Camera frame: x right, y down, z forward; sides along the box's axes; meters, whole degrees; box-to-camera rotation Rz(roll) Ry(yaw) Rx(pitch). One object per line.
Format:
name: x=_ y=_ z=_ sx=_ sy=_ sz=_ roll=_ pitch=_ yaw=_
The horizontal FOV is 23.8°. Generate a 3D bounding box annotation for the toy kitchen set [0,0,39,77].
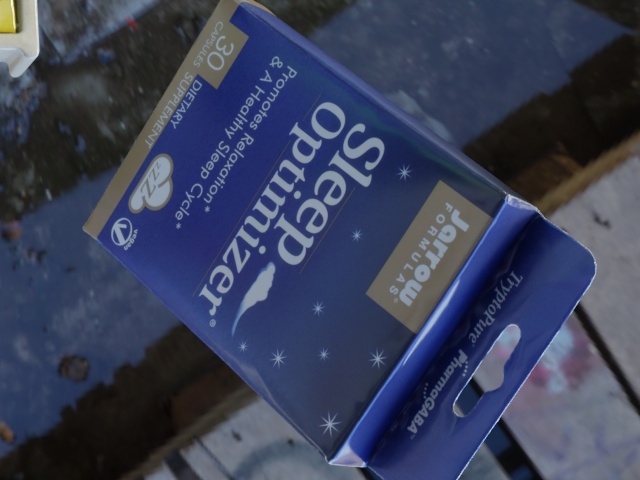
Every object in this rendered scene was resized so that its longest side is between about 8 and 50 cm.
toy kitchen set: x=-0.241 y=-0.192 z=0.949 sx=0.166 sy=0.207 sz=0.122 roll=-4 pitch=78 yaw=-28

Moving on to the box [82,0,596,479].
box: x=0.000 y=0.000 z=0.669 sx=0.036 sy=0.225 sz=0.136 roll=17 pitch=109 yaw=-56
